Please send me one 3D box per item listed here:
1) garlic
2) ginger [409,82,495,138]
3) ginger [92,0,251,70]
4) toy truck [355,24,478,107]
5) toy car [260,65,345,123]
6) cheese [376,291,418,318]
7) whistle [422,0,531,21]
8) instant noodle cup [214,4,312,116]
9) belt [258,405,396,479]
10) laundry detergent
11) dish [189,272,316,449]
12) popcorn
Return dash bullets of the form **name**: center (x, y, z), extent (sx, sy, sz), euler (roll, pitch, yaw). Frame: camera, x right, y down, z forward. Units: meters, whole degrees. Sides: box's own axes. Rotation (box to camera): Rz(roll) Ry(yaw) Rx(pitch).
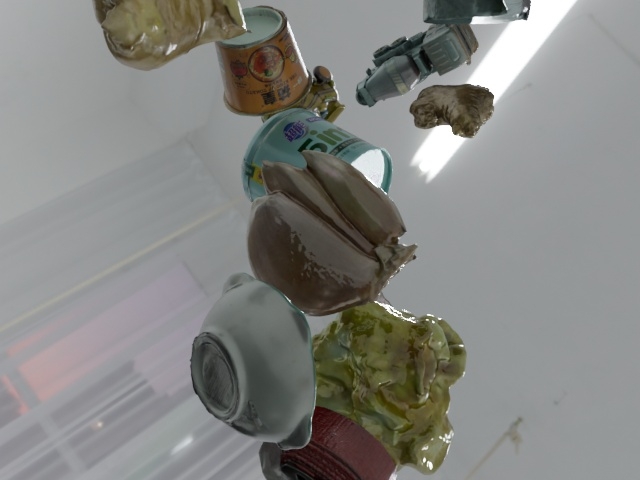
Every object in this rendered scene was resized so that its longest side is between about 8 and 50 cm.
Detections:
- **garlic**: center (0.000, -0.001, 1.257), extent (0.325, 0.279, 0.132), euler (35, -3, 1)
- **ginger**: center (0.249, -0.240, 1.248), extent (0.074, 0.137, 0.213), euler (57, -8, -23)
- **ginger**: center (-0.204, -0.308, 0.918), extent (0.152, 0.267, 0.138), euler (11, -59, 35)
- **toy truck**: center (0.197, -0.371, 1.473), extent (0.256, 0.140, 0.108), euler (-20, -65, 34)
- **toy car**: center (-0.045, -0.365, 1.924), extent (0.142, 0.248, 0.200), euler (55, -44, 10)
- **cheese**: center (0.171, 0.190, 1.597), extent (0.050, 0.127, 0.255), euler (14, -36, 53)
- **whistle**: center (0.302, -0.468, 1.202), extent (0.405, 0.188, 0.168), euler (-140, -133, -69)
- **instant noodle cup**: center (-0.137, -0.407, 1.557), extent (0.215, 0.216, 0.172), euler (33, -28, 36)
- **belt**: center (0.006, 0.343, 1.046), extent (0.201, 0.124, 0.128), euler (30, -67, 16)
- **laundry detergent**: center (-0.024, -0.162, 1.738), extent (0.305, 0.287, 0.287), euler (33, -38, 27)
- **dish**: center (-0.101, 0.156, 0.821), extent (0.246, 0.078, 0.224), euler (-47, -118, 45)
- **popcorn**: center (0.124, 0.293, 1.384), extent (0.293, 0.292, 0.334), euler (19, -88, 39)
